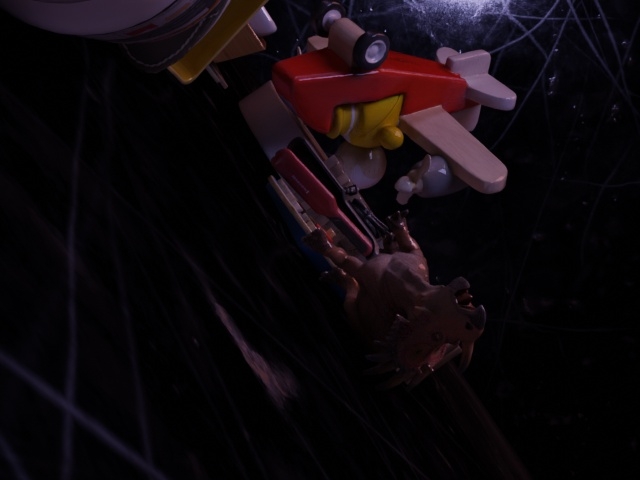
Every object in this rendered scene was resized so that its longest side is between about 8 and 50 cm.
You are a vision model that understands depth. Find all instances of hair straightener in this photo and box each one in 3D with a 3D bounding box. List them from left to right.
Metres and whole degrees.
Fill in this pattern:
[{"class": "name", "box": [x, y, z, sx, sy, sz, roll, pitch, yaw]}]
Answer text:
[{"class": "hair straightener", "box": [0.041, -0.049, 1.475, 0.230, 0.047, 0.089, 43, 42, -1]}]

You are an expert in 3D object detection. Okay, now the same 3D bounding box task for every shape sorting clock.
[{"class": "shape sorting clock", "box": [0.000, 0.000, 1.422, 0.206, 0.040, 0.206, 56, 4, -6]}]

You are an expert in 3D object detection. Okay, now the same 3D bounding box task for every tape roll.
[{"class": "tape roll", "box": [-0.001, -0.092, 1.904, 0.392, 0.072, 0.392, 56, 4, -6]}]

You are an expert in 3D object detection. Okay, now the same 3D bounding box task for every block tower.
[{"class": "block tower", "box": [0.066, 0.032, 1.560, 0.335, 0.097, 0.091, 56, 4, 24]}]

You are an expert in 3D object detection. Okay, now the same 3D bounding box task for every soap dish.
[{"class": "soap dish", "box": [-0.189, -0.409, 1.758, 0.290, 0.118, 0.229, 55, 4, -12]}]

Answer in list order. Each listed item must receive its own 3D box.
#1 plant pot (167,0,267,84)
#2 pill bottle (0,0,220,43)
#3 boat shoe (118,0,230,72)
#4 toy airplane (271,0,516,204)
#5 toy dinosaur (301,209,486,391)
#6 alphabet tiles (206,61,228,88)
[{"class": "plant pot", "box": [-0.157, -0.318, 1.125, 0.187, 0.212, 0.212, 43, 1, 15]}, {"class": "pill bottle", "box": [-0.130, -0.200, 0.663, 0.162, 0.162, 0.278, 55, 4, -8]}, {"class": "boat shoe", "box": [-0.106, -0.241, 0.892, 0.109, 0.305, 0.091, 22, 45, -12]}, {"class": "toy airplane", "box": [0.116, -0.205, 1.802, 0.384, 0.272, 0.386, 24, 21, -1]}, {"class": "toy dinosaur", "box": [0.081, 0.085, 1.219, 0.295, 0.127, 0.200, 81, -15, -71]}, {"class": "alphabet tiles", "box": [-0.256, -0.391, 1.753, 0.342, 0.011, 0.285, 52, 6, -44]}]
